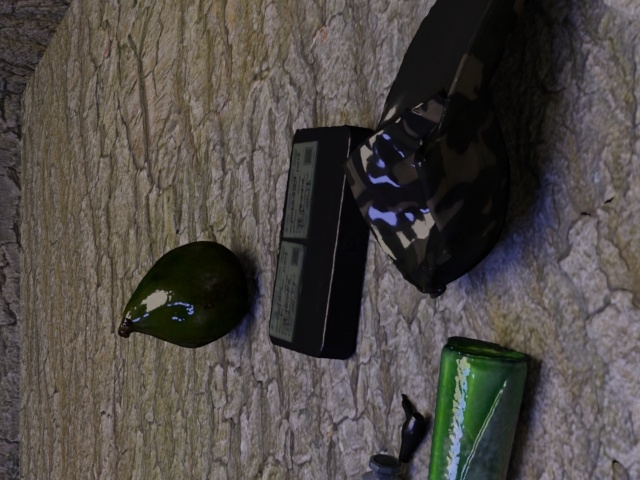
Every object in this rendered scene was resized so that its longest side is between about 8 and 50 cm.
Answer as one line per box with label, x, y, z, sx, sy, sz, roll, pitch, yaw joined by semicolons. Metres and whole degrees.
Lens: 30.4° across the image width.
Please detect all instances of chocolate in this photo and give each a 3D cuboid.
chocolate;0.173;0.265;1.374;0.110;0.110;0.291;21;106;62

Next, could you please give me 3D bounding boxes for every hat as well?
hat;0.188;-0.144;1.424;0.382;0.257;0.366;-44;14;-1

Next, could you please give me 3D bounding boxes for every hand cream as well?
hand cream;0.069;0.421;1.585;0.095;0.059;0.276;35;121;58

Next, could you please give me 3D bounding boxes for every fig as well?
fig;-0.245;0.100;2.058;0.195;0.245;0.195;30;125;53

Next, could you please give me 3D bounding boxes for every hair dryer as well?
hair dryer;0.116;0.243;1.569;0.083;0.031;0.079;-98;19;-54

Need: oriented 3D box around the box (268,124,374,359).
box;0.000;0.000;1.806;0.211;0.058;0.350;8;91;65
